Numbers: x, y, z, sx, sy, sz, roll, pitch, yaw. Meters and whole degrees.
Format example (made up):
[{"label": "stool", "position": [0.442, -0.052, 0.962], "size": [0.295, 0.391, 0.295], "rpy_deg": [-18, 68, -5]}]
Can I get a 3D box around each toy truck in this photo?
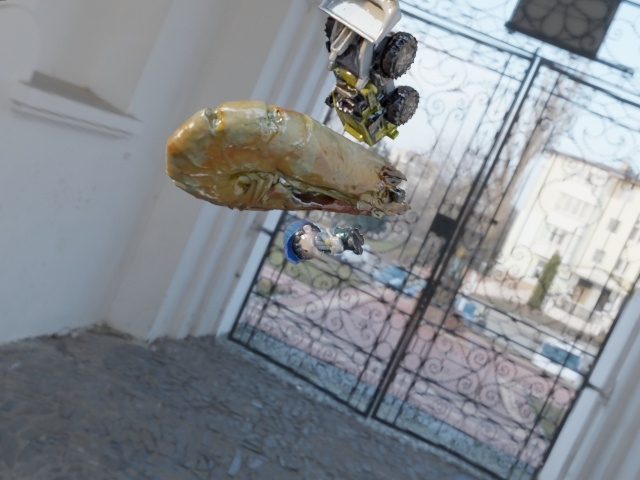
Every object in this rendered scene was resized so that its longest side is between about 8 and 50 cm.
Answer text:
[{"label": "toy truck", "position": [0.061, -0.243, 1.033], "size": [0.136, 0.111, 0.286], "rpy_deg": [39, -14, 25]}]

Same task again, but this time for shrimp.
[{"label": "shrimp", "position": [-0.020, -0.063, 0.746], "size": [0.294, 0.154, 0.062], "rpy_deg": [17, 52, -32]}]

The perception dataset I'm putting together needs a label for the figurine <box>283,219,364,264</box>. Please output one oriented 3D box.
[{"label": "figurine", "position": [0.000, 0.000, 1.293], "size": [0.149, 0.087, 0.086], "rpy_deg": [-6, -26, 27]}]
